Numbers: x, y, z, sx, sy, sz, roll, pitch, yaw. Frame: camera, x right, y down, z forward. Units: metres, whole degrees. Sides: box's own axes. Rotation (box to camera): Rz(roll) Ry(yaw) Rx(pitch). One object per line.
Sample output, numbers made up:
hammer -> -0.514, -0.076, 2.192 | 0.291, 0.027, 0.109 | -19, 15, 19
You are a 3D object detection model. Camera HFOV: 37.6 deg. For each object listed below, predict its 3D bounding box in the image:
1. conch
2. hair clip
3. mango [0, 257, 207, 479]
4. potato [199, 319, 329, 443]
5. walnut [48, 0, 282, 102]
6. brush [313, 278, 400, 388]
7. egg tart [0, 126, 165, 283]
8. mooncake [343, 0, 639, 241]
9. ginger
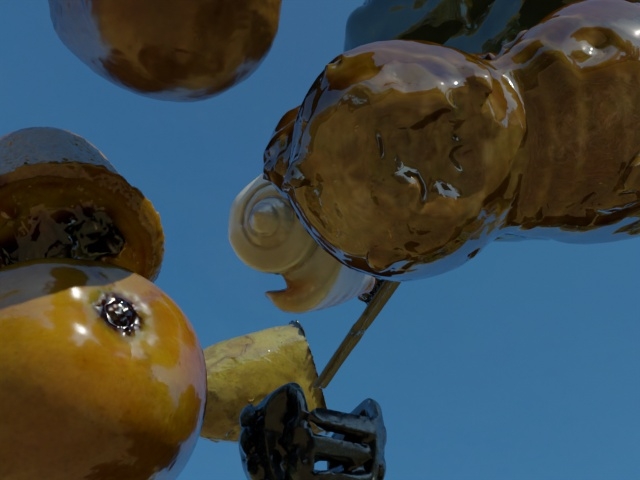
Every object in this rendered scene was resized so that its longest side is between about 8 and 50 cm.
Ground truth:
conch -> 0.008, -0.005, 1.063 | 0.127, 0.158, 0.255 | -29, -20, 33
hair clip -> 0.011, 0.282, 0.830 | 0.195, 0.310, 0.206 | 19, -71, -23
mango -> -0.239, 0.165, 0.862 | 0.264, 0.221, 0.378 | -7, -31, -27
potato -> -0.139, 0.262, 1.621 | 0.266, 0.229, 0.229 | -11, -55, -16
walnut -> -0.153, -0.227, 0.866 | 0.298, 0.203, 0.203 | 7, -42, 53
brush -> 0.060, 0.110, 1.368 | 0.248, 0.036, 0.043 | -56, -30, 5
egg tart -> -0.274, -0.011, 0.958 | 0.215, 0.171, 0.215 | -11, -55, -16
mooncake -> 0.180, -0.182, 0.948 | 0.194, 0.356, 0.356 | 14, -51, -40
ginger -> 0.123, -0.065, 0.638 | 0.358, 0.274, 0.152 | -11, -89, -16
